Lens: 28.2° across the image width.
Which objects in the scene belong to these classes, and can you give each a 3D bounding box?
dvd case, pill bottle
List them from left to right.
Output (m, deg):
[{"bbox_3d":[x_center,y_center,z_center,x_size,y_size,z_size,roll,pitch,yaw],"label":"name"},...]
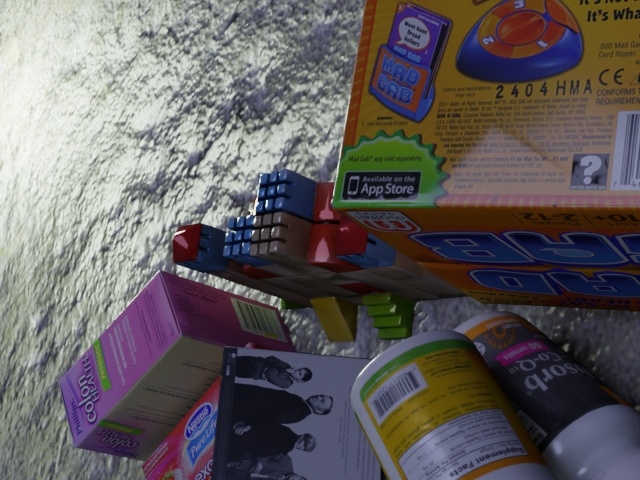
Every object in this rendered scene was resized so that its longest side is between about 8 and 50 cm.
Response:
[{"bbox_3d":[-0.005,0.224,1.519,0.029,0.238,0.179,105,170,-72],"label":"dvd case"},{"bbox_3d":[0.135,0.215,1.177,0.136,0.136,0.246,-47,50,23],"label":"pill bottle"},{"bbox_3d":[0.235,0.204,1.294,0.278,0.162,0.162,42,106,47],"label":"pill bottle"}]

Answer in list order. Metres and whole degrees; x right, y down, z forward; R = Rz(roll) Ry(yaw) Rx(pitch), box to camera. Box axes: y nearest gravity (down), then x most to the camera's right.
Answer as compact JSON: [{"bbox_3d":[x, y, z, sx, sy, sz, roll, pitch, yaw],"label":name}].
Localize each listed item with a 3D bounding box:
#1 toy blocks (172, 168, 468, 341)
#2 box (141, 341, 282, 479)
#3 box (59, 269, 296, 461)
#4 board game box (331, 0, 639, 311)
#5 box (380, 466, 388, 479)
[{"bbox_3d":[0.000,0.000,1.556,0.381,0.261,0.191,-7,69,45],"label":"toy blocks"},{"bbox_3d":[-0.104,0.271,1.660,0.257,0.122,0.128,-49,44,22],"label":"box"},{"bbox_3d":[-0.190,0.182,1.721,0.243,0.213,0.117,-47,46,24],"label":"box"},{"bbox_3d":[0.271,-0.144,1.188,0.356,0.356,0.356,2,75,31],"label":"board game box"},{"bbox_3d":[0.125,0.292,1.351,0.175,0.051,0.220,56,159,37],"label":"box"}]
